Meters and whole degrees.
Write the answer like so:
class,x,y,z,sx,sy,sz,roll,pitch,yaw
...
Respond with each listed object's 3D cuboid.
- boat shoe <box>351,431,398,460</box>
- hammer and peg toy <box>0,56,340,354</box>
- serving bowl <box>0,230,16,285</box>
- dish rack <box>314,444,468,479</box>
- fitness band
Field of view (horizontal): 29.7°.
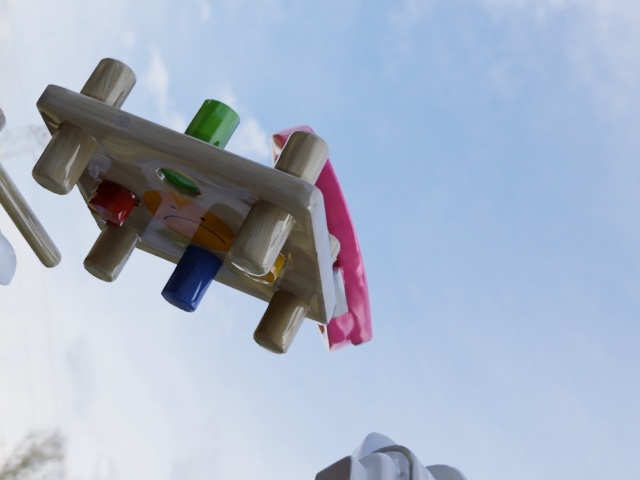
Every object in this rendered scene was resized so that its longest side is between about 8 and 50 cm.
class,x,y,z,sx,sy,sz,roll,pitch,yaw
boat shoe,0.032,0.306,1.364,0.095,0.258,0.084,44,-67,9
hammer and peg toy,-0.156,-0.042,1.081,0.361,0.127,0.266,21,-22,14
serving bowl,-0.223,-0.005,0.756,0.083,0.027,0.083,34,-1,1
dish rack,-0.044,0.262,0.688,0.072,0.286,0.333,49,21,-18
fitness band,0.000,0.000,1.349,0.290,0.054,0.209,82,-11,-54
